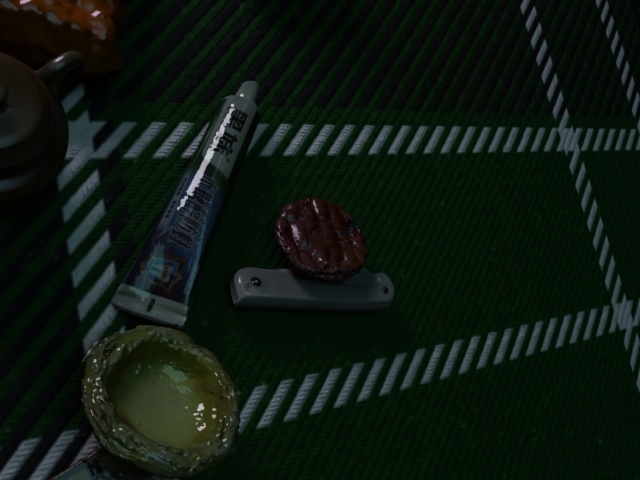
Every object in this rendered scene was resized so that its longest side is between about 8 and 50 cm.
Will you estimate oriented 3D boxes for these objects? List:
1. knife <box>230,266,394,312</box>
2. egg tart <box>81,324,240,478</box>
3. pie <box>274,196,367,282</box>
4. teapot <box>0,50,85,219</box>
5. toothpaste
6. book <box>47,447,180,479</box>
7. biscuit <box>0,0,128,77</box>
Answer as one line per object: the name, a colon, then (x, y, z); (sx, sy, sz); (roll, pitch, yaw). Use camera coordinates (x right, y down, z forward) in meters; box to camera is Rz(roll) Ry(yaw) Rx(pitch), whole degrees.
knife: (-0.007, 0.069, 0.986); (0.266, 0.040, 0.073); (3, 61, -32)
egg tart: (-0.186, 0.191, 0.775); (0.197, 0.078, 0.197); (25, 35, -19)
pie: (0.000, 0.000, 0.994); (0.154, 0.038, 0.153); (16, 49, -20)
teapot: (-0.362, -0.135, 0.746); (0.185, 0.175, 0.267); (48, 55, -12)
toothpaste: (-0.159, -0.069, 0.920); (0.099, 0.061, 0.392); (18, 63, 1)
book: (-0.211, 0.346, 0.767); (0.161, 0.026, 0.230); (-29, 90, -36)
biscuit: (-0.382, -0.377, 0.855); (0.318, 0.110, 0.312); (15, 69, -28)
